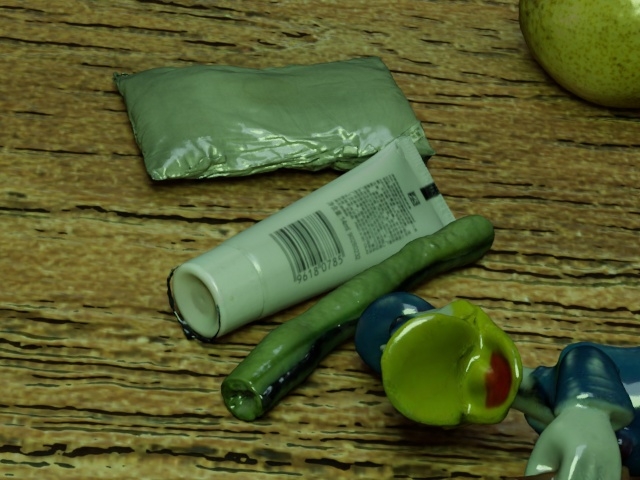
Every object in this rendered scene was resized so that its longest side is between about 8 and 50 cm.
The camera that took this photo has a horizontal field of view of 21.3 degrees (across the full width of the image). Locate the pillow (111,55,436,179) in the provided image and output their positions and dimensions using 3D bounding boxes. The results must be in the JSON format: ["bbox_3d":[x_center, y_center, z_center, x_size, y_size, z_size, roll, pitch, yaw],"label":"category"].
[{"bbox_3d":[-0.038,-0.097,1.333,0.230,0.050,0.148,-3,35,-16],"label":"pillow"}]

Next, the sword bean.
[{"bbox_3d":[0.034,0.044,1.189,0.038,0.043,0.269,5,28,45],"label":"sword bean"}]

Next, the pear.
[{"bbox_3d":[0.254,-0.192,1.431,0.178,0.178,0.178,6,41,-5],"label":"pear"}]

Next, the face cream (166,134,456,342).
[{"bbox_3d":[0.000,0.000,1.218,0.244,0.058,0.092,-25,84,-37],"label":"face cream"}]

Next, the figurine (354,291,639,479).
[{"bbox_3d":[0.155,0.128,1.065,0.338,0.204,0.283,21,47,30],"label":"figurine"}]
